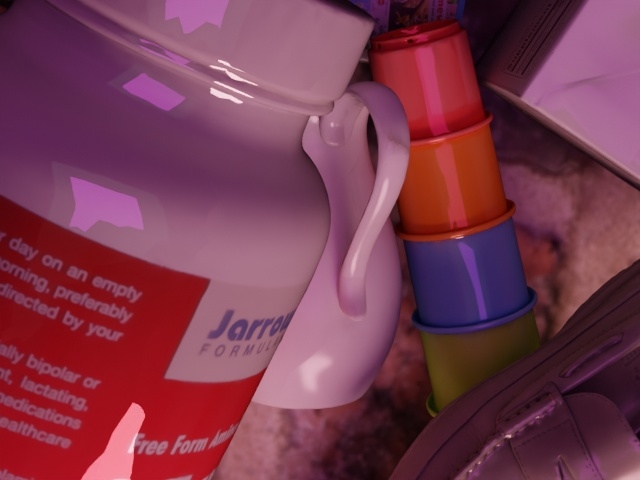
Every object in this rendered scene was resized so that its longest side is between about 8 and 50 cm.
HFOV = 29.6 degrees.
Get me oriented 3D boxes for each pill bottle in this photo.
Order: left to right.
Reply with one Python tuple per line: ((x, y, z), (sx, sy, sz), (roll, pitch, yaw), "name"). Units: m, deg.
((-0.136, 0.032, 0.633), (0.229, 0.229, 0.407), (24, 105, -10), "pill bottle")

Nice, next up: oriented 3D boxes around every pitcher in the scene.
((0.000, 0.000, 0.739), (0.126, 0.178, 0.207), (-3, 102, -23), "pitcher")

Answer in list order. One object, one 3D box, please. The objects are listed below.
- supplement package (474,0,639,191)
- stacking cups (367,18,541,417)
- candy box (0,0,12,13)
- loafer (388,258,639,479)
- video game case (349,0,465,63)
((0.259, -0.150, 0.748), (0.204, 0.145, 0.261), (32, 98, -11), "supplement package")
((0.088, 0.017, 0.796), (0.096, 0.096, 0.316), (-16, 102, -2), "stacking cups")
((-0.178, -0.078, 0.767), (0.187, 0.053, 0.109), (27, 99, -9), "candy box")
((0.152, 0.119, 0.720), (0.319, 0.111, 0.112), (-44, 109, -12), "loafer")
((0.013, -0.175, 0.774), (0.166, 0.015, 0.119), (7, 111, -7), "video game case")
